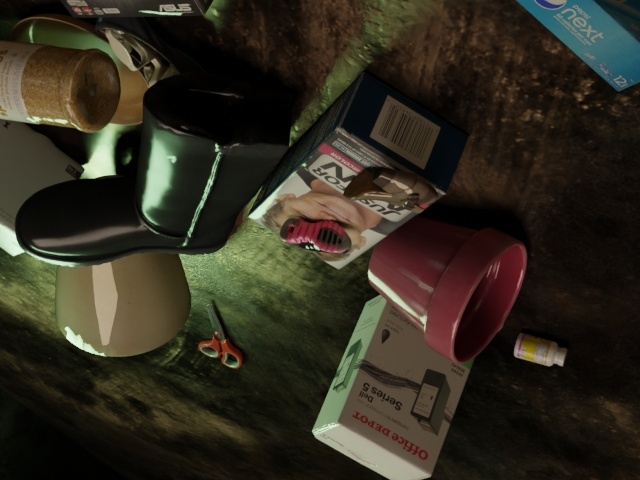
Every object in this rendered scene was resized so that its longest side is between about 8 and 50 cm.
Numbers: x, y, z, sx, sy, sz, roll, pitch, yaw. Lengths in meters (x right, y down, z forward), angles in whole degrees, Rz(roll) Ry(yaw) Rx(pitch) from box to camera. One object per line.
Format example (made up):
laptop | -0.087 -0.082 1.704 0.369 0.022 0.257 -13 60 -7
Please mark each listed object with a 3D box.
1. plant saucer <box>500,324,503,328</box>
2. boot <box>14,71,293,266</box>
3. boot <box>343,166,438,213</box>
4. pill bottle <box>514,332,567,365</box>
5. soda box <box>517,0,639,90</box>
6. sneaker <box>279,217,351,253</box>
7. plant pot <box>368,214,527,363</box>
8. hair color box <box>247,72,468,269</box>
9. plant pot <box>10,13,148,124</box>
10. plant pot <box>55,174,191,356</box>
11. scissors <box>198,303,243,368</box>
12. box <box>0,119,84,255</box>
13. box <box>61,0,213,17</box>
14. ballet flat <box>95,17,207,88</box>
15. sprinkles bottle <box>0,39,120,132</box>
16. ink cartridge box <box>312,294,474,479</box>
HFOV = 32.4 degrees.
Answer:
plant saucer | 0.213 0.095 1.831 0.198 0.036 0.199 19 152 10
boot | -0.262 -0.096 1.644 0.366 0.146 0.445 -5 165 -19
boot | 0.092 -0.059 1.420 0.087 0.042 0.118 25 161 -21
pill bottle | 0.371 0.186 1.857 0.083 0.043 0.043 15 152 18
soda box | 0.270 -0.249 1.130 0.210 0.067 0.071 35 151 -21
sneaker | 0.000 0.000 1.601 0.119 0.047 0.057 14 160 35
plant pot | 0.179 0.054 1.636 0.180 0.201 0.201 29 158 28
hair color box | 0.043 -0.086 1.570 0.173 0.105 0.347 30 153 -11
plant pot | -0.351 -0.261 1.658 0.236 0.032 0.236 20 153 11
plant pot | -0.369 0.024 1.992 0.256 0.256 0.274 17 136 15
scissors | -0.210 0.211 2.411 0.109 0.021 0.297 26 152 3
box | -0.549 -0.100 1.943 0.181 0.182 0.119 39 150 -25
box | -0.264 -0.363 1.377 0.231 0.056 0.183 6 149 31
ballet flat | -0.236 -0.252 1.538 0.074 0.074 0.203 -7 140 46
sprinkles bottle | -0.468 -0.238 1.628 0.355 0.121 0.121 10 150 26
ink cartridge box | 0.134 0.256 1.923 0.198 0.273 0.115 31 152 -13
